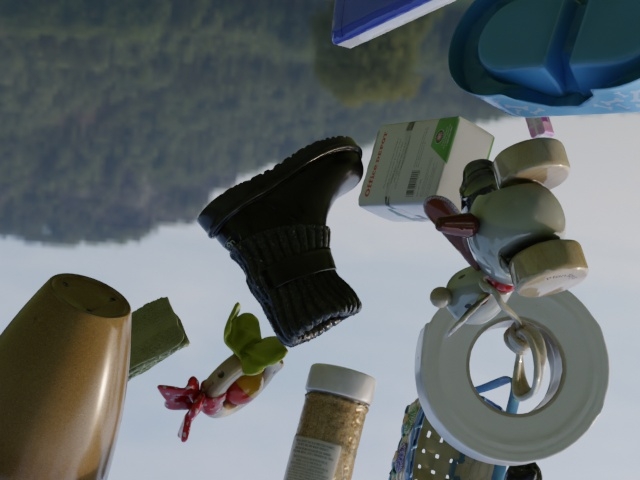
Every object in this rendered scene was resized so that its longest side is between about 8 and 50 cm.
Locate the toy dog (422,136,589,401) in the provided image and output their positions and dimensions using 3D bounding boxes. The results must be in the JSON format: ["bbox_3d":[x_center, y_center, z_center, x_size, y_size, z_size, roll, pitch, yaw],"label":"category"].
[{"bbox_3d":[0.178,0.024,1.588,0.160,0.334,0.220,-3,-133,-14],"label":"toy dog"}]

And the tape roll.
[{"bbox_3d":[0.284,0.194,2.104,0.286,0.286,0.100,7,169,-1],"label":"tape roll"}]

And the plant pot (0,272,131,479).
[{"bbox_3d":[-0.355,0.183,1.909,0.237,0.254,0.237,23,-162,-8],"label":"plant pot"}]

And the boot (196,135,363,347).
[{"bbox_3d":[-0.002,0.003,2.201,0.348,0.131,0.260,-31,-104,-37],"label":"boot"}]

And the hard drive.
[{"bbox_3d":[0.115,-0.385,1.801,0.040,0.210,0.318,12,169,-27],"label":"hard drive"}]

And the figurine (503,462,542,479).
[{"bbox_3d":[0.294,0.454,2.175,0.092,0.209,0.215,23,-156,-14],"label":"figurine"}]

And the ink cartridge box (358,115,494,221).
[{"bbox_3d":[0.178,-0.118,2.408,0.092,0.160,0.219,24,168,-31],"label":"ink cartridge box"}]

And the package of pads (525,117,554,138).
[{"bbox_3d":[0.366,-0.212,2.376,0.032,0.083,0.050,-20,169,26],"label":"package of pads"}]

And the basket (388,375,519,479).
[{"bbox_3d":[0.253,0.385,2.532,0.201,0.255,0.289,27,155,-24],"label":"basket"}]

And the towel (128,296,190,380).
[{"bbox_3d":[-0.292,0.160,2.258,0.148,0.027,0.110,-30,-123,-5],"label":"towel"}]

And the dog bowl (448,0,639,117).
[{"bbox_3d":[0.278,-0.209,1.497,0.297,0.166,0.074,1,153,43],"label":"dog bowl"}]

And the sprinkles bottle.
[{"bbox_3d":[-0.001,0.395,2.412,0.121,0.356,0.121,14,168,3],"label":"sprinkles bottle"}]

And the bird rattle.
[{"bbox_3d":[-0.150,0.250,2.426,0.143,0.253,0.207,36,180,26],"label":"bird rattle"}]

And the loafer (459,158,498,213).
[{"bbox_3d":[0.229,-0.076,2.007,0.076,0.078,0.223,-23,-177,10],"label":"loafer"}]
